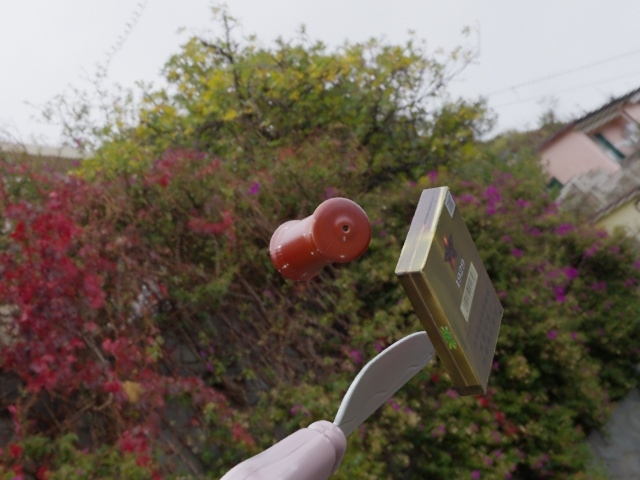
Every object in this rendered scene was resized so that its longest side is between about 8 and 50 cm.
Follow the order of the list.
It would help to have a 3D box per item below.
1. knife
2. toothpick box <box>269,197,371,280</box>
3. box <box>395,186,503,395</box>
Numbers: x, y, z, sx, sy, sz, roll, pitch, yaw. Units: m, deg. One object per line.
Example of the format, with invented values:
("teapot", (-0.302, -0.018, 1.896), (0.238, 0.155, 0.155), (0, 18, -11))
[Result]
("knife", (0.019, 0.123, 0.609), (0.336, 0.043, 0.081), (-33, -36, -55))
("toothpick box", (0.000, 0.000, 0.591), (0.047, 0.047, 0.083), (-29, 2, -27))
("box", (0.098, 0.039, 0.609), (0.133, 0.023, 0.090), (59, -145, -33))
